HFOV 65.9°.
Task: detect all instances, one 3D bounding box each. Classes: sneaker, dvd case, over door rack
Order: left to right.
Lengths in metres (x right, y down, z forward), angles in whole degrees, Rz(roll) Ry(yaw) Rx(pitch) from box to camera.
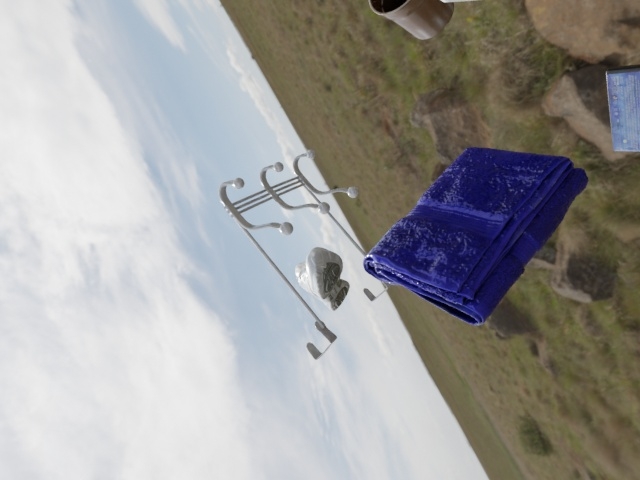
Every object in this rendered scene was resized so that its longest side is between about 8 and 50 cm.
[{"bbox_3d":[-0.013,0.076,1.054,0.115,0.090,0.232,26,159,22],"label":"sneaker"},{"bbox_3d":[0.000,0.000,0.867,0.239,0.108,0.325,-32,-89,-51],"label":"over door rack"},{"bbox_3d":[0.676,-0.247,0.917,0.252,0.022,0.181,13,137,48],"label":"dvd case"}]

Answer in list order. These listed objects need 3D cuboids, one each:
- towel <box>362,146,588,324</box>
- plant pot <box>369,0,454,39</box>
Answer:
[{"bbox_3d":[0.231,-0.034,0.758,0.227,0.308,0.076,24,152,45],"label":"towel"},{"bbox_3d":[0.234,-0.590,1.210,0.165,0.167,0.167,18,-144,-44],"label":"plant pot"}]
